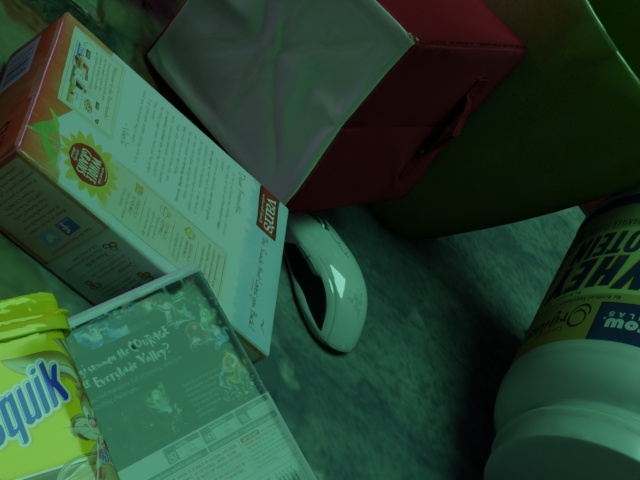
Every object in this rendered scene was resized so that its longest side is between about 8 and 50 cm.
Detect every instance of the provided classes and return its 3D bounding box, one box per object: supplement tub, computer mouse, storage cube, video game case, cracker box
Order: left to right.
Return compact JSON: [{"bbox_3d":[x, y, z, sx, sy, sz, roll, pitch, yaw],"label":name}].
[{"bbox_3d":[-0.127,-0.025,1.071,0.232,0.067,0.155,42,33,-27],"label":"cracker box"},{"bbox_3d":[-0.107,0.121,0.938,0.190,0.022,0.173,-25,83,-41],"label":"video game case"},{"bbox_3d":[0.000,0.000,1.279,0.106,0.042,0.193,12,52,-55],"label":"computer mouse"},{"bbox_3d":[0.011,-0.154,1.256,0.215,0.183,0.193,49,27,18],"label":"storage cube"},{"bbox_3d":[0.288,0.122,1.359,0.228,0.228,0.316,48,49,-18],"label":"supplement tub"}]

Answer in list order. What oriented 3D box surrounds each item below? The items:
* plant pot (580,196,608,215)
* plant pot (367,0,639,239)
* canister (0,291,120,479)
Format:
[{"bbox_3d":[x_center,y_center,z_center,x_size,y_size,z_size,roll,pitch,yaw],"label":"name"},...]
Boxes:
[{"bbox_3d":[0.438,-0.152,1.943,0.267,0.236,0.267,49,28,-15],"label":"plant pot"},{"bbox_3d":[0.173,-0.127,1.420,0.275,0.293,0.274,39,33,-32],"label":"plant pot"},{"bbox_3d":[-0.169,0.124,0.821,0.126,0.073,0.169,-13,74,-42],"label":"canister"}]
